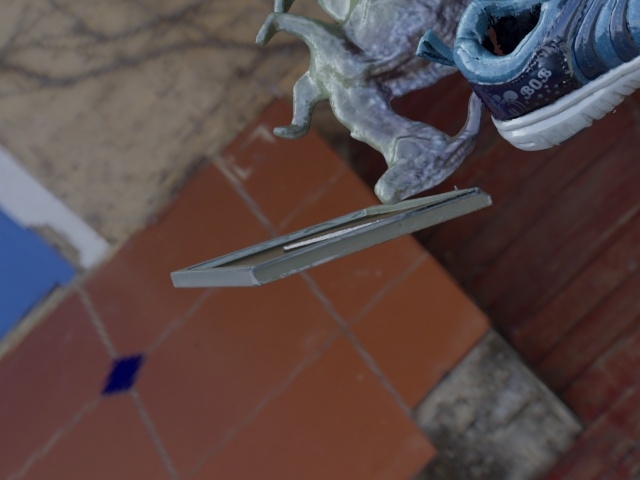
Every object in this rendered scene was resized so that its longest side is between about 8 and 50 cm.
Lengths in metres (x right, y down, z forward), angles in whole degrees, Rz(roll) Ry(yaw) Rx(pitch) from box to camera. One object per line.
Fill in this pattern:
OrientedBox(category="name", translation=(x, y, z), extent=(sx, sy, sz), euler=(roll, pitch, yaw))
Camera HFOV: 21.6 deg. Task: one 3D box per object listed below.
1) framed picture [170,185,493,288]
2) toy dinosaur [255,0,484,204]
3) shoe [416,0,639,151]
OrientedBox(category="framed picture", translation=(0.000, 0.000, 1.575), extent=(0.232, 0.024, 0.315), euler=(-19, 3, -17))
OrientedBox(category="toy dinosaur", translation=(0.042, -0.161, 1.181), extent=(0.162, 0.077, 0.294), euler=(7, 76, 4))
OrientedBox(category="shoe", translation=(0.151, -0.137, 0.933), extent=(0.207, 0.106, 0.091), euler=(-36, 28, 34))
